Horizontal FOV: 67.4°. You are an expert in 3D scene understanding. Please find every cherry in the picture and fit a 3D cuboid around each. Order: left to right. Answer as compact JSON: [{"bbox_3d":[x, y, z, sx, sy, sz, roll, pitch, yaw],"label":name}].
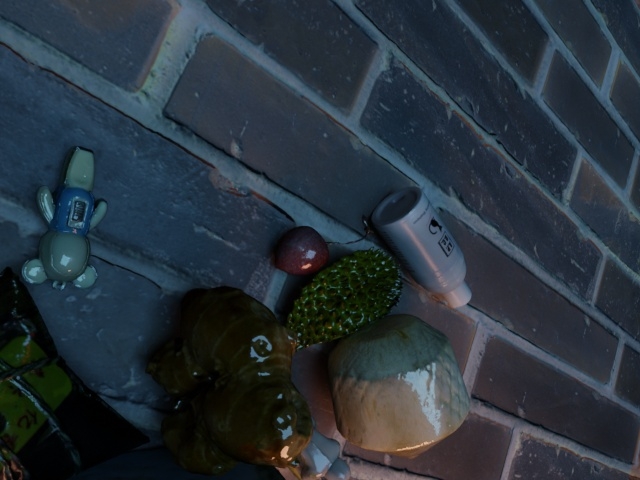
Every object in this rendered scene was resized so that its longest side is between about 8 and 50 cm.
[{"bbox_3d":[0.000,0.000,1.034,0.226,0.090,0.107,-31,70,-15],"label":"cherry"}]

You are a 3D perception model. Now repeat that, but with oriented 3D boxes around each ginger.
[{"bbox_3d":[-0.164,0.229,0.831,0.152,0.274,0.357,19,47,-56],"label":"ginger"}]

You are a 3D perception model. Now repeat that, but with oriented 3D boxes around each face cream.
[{"bbox_3d":[0.286,0.045,1.215,0.369,0.145,0.145,49,65,-25],"label":"face cream"}]

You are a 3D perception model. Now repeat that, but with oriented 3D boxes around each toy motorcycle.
[{"bbox_3d":[-0.038,0.412,0.961,0.108,0.223,0.340,-43,112,-29],"label":"toy motorcycle"}]

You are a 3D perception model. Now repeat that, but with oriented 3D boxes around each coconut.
[{"bbox_3d":[0.166,0.336,1.060,0.329,0.329,0.328,-1,92,-35],"label":"coconut"}]

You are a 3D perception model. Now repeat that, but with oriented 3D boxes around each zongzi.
[{"bbox_3d":[-0.443,0.296,0.684,0.362,0.319,0.383,49,48,-24],"label":"zongzi"}]

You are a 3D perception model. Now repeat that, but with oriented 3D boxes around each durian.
[{"bbox_3d":[0.059,0.127,1.076,0.352,0.169,0.158,-25,80,-33],"label":"durian"}]

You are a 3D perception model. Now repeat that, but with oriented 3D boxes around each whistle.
[{"bbox_3d":[-0.409,-0.037,0.782,0.114,0.077,0.235,13,78,-43],"label":"whistle"}]

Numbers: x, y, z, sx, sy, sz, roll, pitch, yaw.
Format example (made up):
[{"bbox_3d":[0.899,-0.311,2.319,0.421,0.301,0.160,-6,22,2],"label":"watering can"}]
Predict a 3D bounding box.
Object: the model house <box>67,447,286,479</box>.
[{"bbox_3d":[-0.244,0.549,0.767,0.361,0.297,0.338,5,91,-28],"label":"model house"}]
